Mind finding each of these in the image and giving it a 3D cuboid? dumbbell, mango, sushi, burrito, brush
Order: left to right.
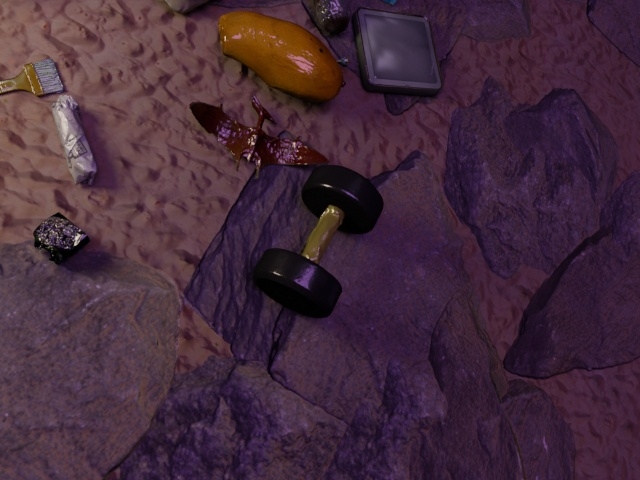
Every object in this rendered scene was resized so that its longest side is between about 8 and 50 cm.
[{"bbox_3d":[-0.687,-0.340,1.003,0.218,0.010,0.083,-23,87,-24],"label":"brush"},{"bbox_3d":[-0.546,-0.004,0.953,0.083,0.056,0.085,44,65,-7],"label":"sushi"},{"bbox_3d":[-0.540,-0.222,1.006,0.064,0.064,0.203,-15,84,-24],"label":"burrito"},{"bbox_3d":[-0.098,-0.485,1.197,0.359,0.144,0.187,30,66,-9],"label":"mango"},{"bbox_3d":[0.000,0.000,1.084,0.203,0.203,0.323,33,68,-11],"label":"dumbbell"}]

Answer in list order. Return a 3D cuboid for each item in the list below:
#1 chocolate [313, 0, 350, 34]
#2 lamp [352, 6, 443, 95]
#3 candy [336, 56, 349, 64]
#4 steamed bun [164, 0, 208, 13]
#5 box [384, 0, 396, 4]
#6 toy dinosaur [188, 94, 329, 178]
[{"bbox_3d":[0.011,-0.715,1.317,0.110,0.110,0.248,-16,84,-24],"label":"chocolate"},{"bbox_3d":[0.238,-0.576,1.401,0.268,0.047,0.267,-3,79,-22],"label":"lamp"},{"bbox_3d":[0.044,-0.518,1.328,0.083,0.023,0.025,-10,97,-16],"label":"candy"},{"bbox_3d":[-0.340,-0.715,1.155,0.218,0.144,0.211,-34,90,-25],"label":"steamed bun"},{"bbox_3d":[0.240,-0.864,1.419,0.073,0.139,0.194,15,72,-16],"label":"box"},{"bbox_3d":[-0.145,-0.255,1.141,0.327,0.113,0.207,43,66,-9],"label":"toy dinosaur"}]
